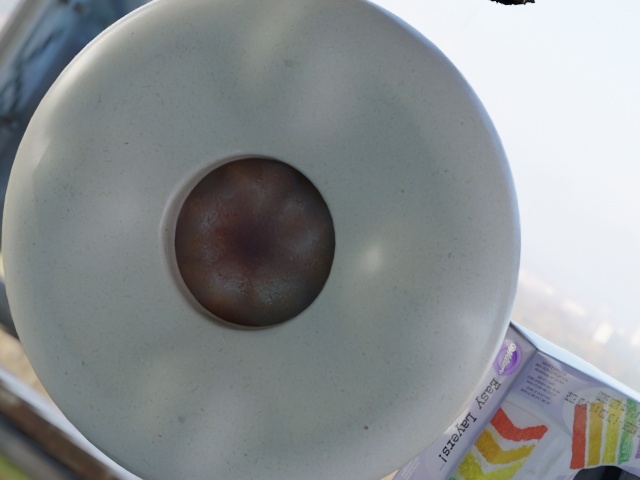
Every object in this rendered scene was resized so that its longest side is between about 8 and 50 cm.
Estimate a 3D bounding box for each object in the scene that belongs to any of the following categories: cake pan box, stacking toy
[{"bbox_3d":[0.202,0.228,1.696,0.267,0.245,0.070,30,10,-41],"label":"cake pan box"},{"bbox_3d":[0.000,0.000,1.335,0.351,0.350,0.480,34,8,11],"label":"stacking toy"}]

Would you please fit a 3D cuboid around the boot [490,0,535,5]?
[{"bbox_3d":[0.237,-0.308,1.933,0.121,0.099,0.045,12,-15,15],"label":"boot"}]
